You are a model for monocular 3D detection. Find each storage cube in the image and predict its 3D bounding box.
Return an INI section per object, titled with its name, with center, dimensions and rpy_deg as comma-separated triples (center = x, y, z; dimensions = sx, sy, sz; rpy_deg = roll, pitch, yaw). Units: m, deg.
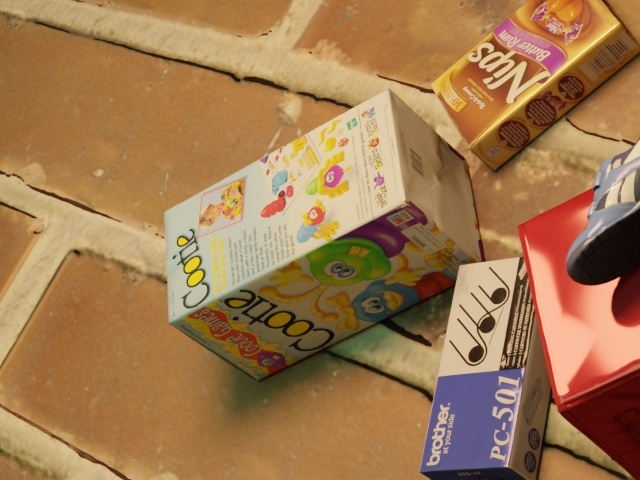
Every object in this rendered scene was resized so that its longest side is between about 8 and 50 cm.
[storage cube]
center = 0.295, 0.061, 1.446
dimensions = 0.193, 0.183, 0.215
rpy_deg = -28, 46, 22

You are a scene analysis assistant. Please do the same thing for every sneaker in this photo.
[sneaker]
center = 0.230, -0.026, 1.388
dimensions = 0.144, 0.053, 0.059
rpy_deg = -47, 42, -11

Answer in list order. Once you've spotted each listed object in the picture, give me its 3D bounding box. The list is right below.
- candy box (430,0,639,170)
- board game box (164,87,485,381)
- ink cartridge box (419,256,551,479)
[candy box]
center = 0.207, -0.168, 1.780
dimensions = 0.186, 0.053, 0.109
rpy_deg = -41, 43, 14
[board game box]
center = 0.000, 0.000, 1.778
dimensions = 0.275, 0.142, 0.144
rpy_deg = -27, 48, 25
[ink cartridge box]
center = 0.156, 0.116, 1.632
dimensions = 0.097, 0.046, 0.207
rpy_deg = -9, 57, 39
